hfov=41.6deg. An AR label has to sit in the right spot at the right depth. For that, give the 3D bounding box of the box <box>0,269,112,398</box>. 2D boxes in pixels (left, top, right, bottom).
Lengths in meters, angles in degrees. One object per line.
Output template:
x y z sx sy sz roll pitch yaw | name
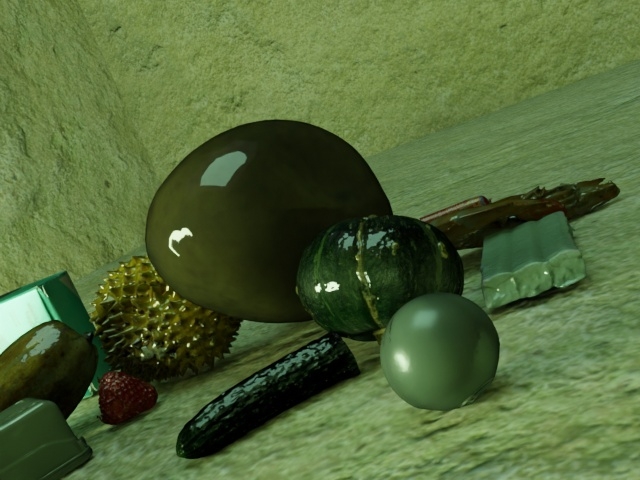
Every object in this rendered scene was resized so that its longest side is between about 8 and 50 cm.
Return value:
-0.528 0.200 1.415 0.311 0.205 0.118 -23 11 13 | box

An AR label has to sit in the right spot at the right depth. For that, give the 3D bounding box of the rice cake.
0.248 0.020 1.010 0.127 0.043 0.237 -20 8 18 | rice cake

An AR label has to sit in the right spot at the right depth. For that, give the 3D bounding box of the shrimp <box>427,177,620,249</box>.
0.273 -0.042 1.158 0.287 0.063 0.152 -17 -14 6 | shrimp

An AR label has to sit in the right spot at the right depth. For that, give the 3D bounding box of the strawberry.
-0.262 0.209 1.136 0.083 0.073 0.073 -10 6 -12 | strawberry

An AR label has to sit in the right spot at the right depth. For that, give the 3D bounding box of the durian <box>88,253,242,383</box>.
-0.241 0.123 1.217 0.249 0.183 0.138 -18 31 28 | durian

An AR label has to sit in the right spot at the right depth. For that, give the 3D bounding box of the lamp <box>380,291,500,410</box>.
0.104 0.098 0.737 0.105 0.105 0.105 -23 9 4 | lamp

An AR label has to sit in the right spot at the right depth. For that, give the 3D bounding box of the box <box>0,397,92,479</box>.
-0.383 0.262 1.031 0.172 0.093 0.124 -30 11 -35 | box

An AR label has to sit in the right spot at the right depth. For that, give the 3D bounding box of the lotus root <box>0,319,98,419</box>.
-0.405 0.213 1.157 0.241 0.124 0.123 -51 37 -10 | lotus root

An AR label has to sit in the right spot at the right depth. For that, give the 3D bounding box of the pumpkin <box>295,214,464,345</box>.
0.068 0.045 0.958 0.190 0.146 0.190 11 -5 1 | pumpkin

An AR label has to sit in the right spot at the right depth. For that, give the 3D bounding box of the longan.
-0.064 -0.024 1.117 0.350 0.289 0.288 -2 -8 -43 | longan

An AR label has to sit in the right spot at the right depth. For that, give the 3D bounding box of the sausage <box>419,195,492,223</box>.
0.238 -0.047 1.469 0.129 0.034 0.034 -22 9 12 | sausage

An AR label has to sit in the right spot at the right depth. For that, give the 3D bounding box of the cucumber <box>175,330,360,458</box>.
-0.061 0.170 0.905 0.214 0.058 0.052 -28 -34 -16 | cucumber
